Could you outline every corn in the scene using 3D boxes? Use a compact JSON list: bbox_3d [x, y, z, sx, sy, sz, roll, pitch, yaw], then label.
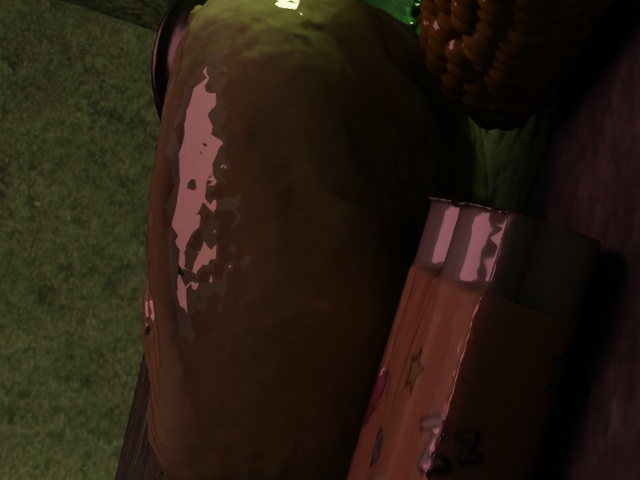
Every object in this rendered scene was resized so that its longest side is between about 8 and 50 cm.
[{"bbox_3d":[0.122,-0.186,1.022,0.347,0.130,0.130,104,179,-60],"label":"corn"}]

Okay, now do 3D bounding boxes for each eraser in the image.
[{"bbox_3d":[0.060,0.126,0.979,0.171,0.087,0.290,-158,85,-80],"label":"eraser"}]

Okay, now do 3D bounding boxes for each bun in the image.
[{"bbox_3d":[0.000,0.000,1.202,0.361,0.213,0.361,5,-90,-87],"label":"bun"}]

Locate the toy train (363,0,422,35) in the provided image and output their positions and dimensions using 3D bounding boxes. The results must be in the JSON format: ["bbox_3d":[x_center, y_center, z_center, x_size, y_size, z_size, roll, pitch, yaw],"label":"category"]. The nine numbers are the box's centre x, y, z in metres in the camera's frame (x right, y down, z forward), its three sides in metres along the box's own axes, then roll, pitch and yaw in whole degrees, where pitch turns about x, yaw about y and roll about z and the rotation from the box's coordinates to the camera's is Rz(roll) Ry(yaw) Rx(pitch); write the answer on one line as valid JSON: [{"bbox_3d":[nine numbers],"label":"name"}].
[{"bbox_3d":[0.028,-0.142,1.531,0.243,0.132,0.188,-72,0,-67],"label":"toy train"}]

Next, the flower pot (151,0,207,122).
[{"bbox_3d":[-0.025,-0.157,1.746,0.148,0.235,0.235,1,73,60],"label":"flower pot"}]

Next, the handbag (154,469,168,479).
[{"bbox_3d":[-0.095,0.254,1.591,0.270,0.117,0.182,143,130,-75],"label":"handbag"}]
